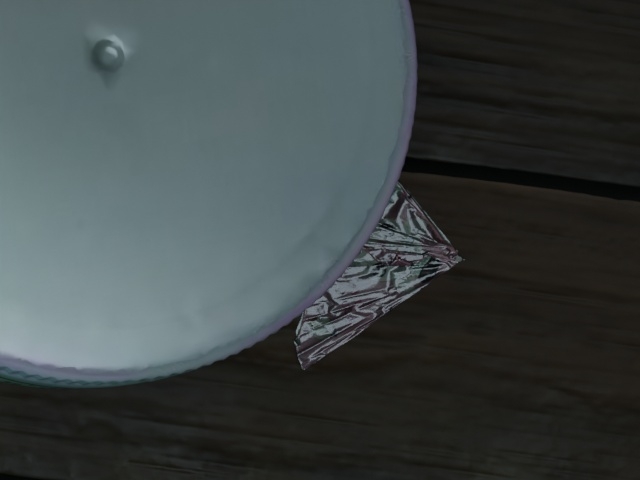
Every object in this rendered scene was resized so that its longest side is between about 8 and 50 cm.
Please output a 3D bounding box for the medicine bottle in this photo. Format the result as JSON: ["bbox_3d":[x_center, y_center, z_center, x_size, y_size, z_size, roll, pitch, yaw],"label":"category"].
[{"bbox_3d":[-0.107,-0.060,0.758,0.252,0.241,0.253,1,84,-12],"label":"medicine bottle"}]

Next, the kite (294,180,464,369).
[{"bbox_3d":[0.000,0.000,0.905,0.156,0.011,0.139,10,91,-5],"label":"kite"}]
